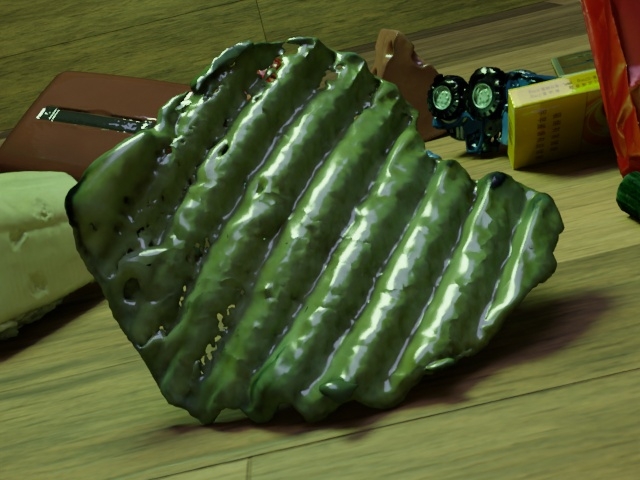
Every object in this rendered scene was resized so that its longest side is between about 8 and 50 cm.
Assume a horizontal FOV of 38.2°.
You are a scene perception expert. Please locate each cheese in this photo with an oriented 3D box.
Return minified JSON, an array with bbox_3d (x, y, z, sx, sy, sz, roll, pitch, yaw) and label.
[{"bbox_3d":[0.129,-0.238,1.629,0.177,0.203,0.128,-46,20,2],"label":"cheese"}]

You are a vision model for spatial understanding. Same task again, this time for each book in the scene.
[{"bbox_3d":[0.572,-0.373,1.923,0.170,0.018,0.241,-10,17,13],"label":"book"}]

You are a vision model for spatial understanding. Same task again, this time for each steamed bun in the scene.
[{"bbox_3d":[-0.383,0.018,1.163,0.170,0.200,0.225,-13,1,36],"label":"steamed bun"}]

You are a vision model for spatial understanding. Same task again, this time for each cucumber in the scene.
[{"bbox_3d":[0.354,-0.041,0.983,0.048,0.048,0.105,-14,17,-2],"label":"cucumber"}]

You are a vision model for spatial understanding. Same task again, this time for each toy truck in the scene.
[{"bbox_3d":[0.269,-0.195,1.390,0.113,0.126,0.208,-5,2,-40],"label":"toy truck"}]

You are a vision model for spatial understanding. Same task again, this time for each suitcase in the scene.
[{"bbox_3d":[-0.289,-0.118,1.327,0.297,0.161,0.236,10,56,25],"label":"suitcase"}]

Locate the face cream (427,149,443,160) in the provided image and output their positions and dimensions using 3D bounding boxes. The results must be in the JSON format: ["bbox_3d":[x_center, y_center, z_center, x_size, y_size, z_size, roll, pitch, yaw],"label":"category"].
[{"bbox_3d":[0.056,-0.074,1.257,0.264,0.083,0.149,-2,23,33],"label":"face cream"}]

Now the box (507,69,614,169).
[{"bbox_3d":[0.389,-0.178,1.250,0.269,0.152,0.043,-13,62,3],"label":"box"}]

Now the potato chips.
[{"bbox_3d":[-0.007,-0.011,0.837,0.389,0.097,0.373,-37,67,-21],"label":"potato chips"}]

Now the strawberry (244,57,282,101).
[{"bbox_3d":[-0.103,-0.283,1.901,0.234,0.178,0.234,-7,13,2],"label":"strawberry"}]

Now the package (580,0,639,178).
[{"bbox_3d":[0.429,-0.265,1.119,0.196,0.423,0.123,-11,-12,3],"label":"package"}]

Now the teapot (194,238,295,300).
[{"bbox_3d":[0.000,0.000,0.976,0.298,0.139,0.204,-21,16,-20],"label":"teapot"}]

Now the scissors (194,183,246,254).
[{"bbox_3d":[-0.122,-0.076,1.373,0.180,0.032,0.393,-50,7,6],"label":"scissors"}]
